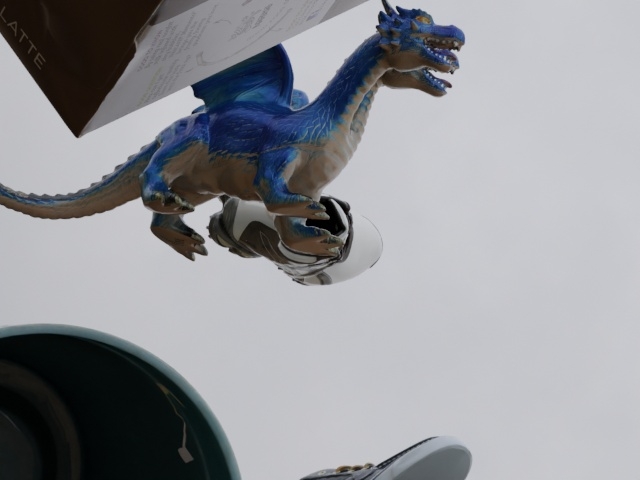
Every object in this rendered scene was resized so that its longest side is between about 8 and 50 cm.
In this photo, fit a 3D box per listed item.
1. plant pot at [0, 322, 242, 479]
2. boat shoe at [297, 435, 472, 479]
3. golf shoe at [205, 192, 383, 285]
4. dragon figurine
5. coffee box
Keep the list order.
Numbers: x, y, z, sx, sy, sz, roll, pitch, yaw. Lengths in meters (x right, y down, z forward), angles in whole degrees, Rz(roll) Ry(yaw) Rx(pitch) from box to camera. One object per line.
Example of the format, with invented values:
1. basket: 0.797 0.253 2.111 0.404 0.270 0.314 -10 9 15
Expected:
1. plant pot: -0.216 0.179 1.220 0.271 0.271 0.255 54 -14 -15
2. boat shoe: 0.033 0.204 1.458 0.065 0.183 0.083 49 4 -39
3. golf shoe: 0.000 0.000 1.477 0.094 0.077 0.198 7 -3 41
4. dragon figurine: -0.053 -0.070 1.066 0.289 0.144 0.085 -2 -26 16
5. coffee box: -0.031 -0.162 0.735 0.141 0.246 0.098 52 -39 8
